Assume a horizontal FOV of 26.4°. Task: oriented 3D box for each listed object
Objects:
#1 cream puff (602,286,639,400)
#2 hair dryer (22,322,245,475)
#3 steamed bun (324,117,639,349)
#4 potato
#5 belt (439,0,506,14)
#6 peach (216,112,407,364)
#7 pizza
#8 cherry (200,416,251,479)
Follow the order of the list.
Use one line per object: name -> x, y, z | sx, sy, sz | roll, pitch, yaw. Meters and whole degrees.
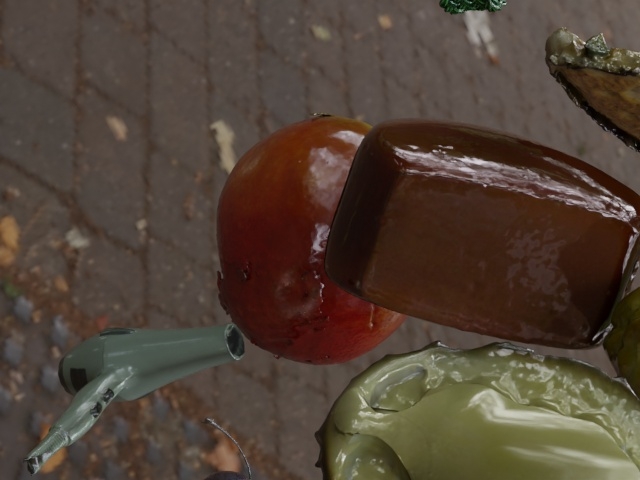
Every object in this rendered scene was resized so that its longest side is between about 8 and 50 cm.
cream puff -> 0.495, 0.158, 1.532 | 0.324, 0.257, 0.291 | 56, 7, 27
hair dryer -> -0.197, 0.162, 1.509 | 0.267, 0.229, 0.092 | -92, 162, -70
steamed bun -> 0.199, -0.015, 1.680 | 0.379, 0.235, 0.248 | 12, 22, -11
potato -> 0.144, 0.217, 1.036 | 0.242, 0.285, 0.243 | 10, 90, -68
belt -> 0.143, -0.302, 1.369 | 0.121, 0.079, 0.151 | -54, 142, -55
peach -> 0.000, 0.000, 2.032 | 0.370, 0.370, 0.370 | 42, 36, -40
pizza -> 0.498, -0.198, 1.952 | 0.435, 0.391, 0.080 | 99, 13, -75
cherry -> -0.148, 0.372, 1.900 | 0.188, 0.148, 0.115 | 50, 4, -24
